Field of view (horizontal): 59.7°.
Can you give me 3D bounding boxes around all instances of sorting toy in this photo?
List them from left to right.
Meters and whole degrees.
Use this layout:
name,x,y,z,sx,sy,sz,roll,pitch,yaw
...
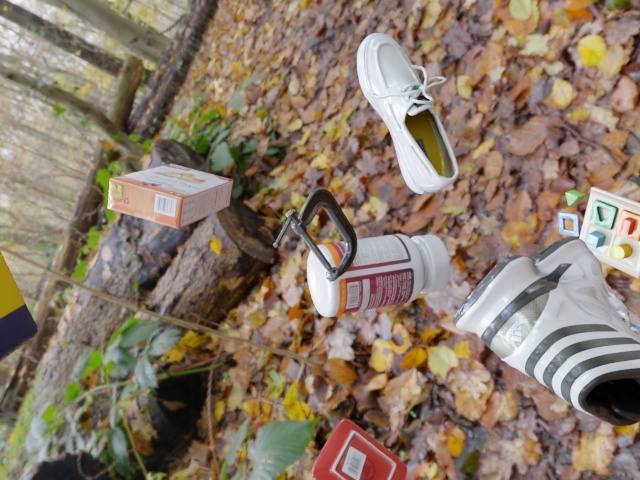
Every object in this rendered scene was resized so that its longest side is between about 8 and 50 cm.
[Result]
name,x,y,z,sx,sy,sz,roll,pitch,yaw
sorting toy,0.736,-0.018,1.405,0.348,0.047,0.196,37,137,51

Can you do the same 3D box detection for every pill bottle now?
name,x,y,z,sx,sy,sz,roll,pitch,yaw
pill bottle,0.098,0.053,0.946,0.121,0.221,0.121,172,90,-71

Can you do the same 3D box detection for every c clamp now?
name,x,y,z,sx,sy,sz,roll,pitch,yaw
c clamp,0.000,0.000,0.808,0.022,0.160,0.137,-3,51,38

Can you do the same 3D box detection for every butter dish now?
name,x,y,z,sx,sy,sz,roll,pitch,yaw
butter dish,0.055,0.443,1.028,0.118,0.160,0.160,-57,-7,36

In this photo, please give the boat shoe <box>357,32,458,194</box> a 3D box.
name,x,y,z,sx,sy,sz,roll,pitch,yaw
boat shoe,0.195,-0.279,1.164,0.367,0.136,0.156,70,160,0

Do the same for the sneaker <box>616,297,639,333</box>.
name,x,y,z,sx,sy,sz,roll,pitch,yaw
sneaker,0.705,0.195,1.321,0.086,0.237,0.085,-54,36,12

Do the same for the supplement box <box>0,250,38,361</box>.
name,x,y,z,sx,sy,sz,roll,pitch,yaw
supplement box,-0.359,-0.048,0.296,0.194,0.356,0.195,-9,18,24

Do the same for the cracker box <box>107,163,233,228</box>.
name,x,y,z,sx,sy,sz,roll,pitch,yaw
cracker box,-0.299,-0.098,1.145,0.232,0.156,0.067,-44,-33,-70

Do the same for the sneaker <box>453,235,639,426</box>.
name,x,y,z,sx,sy,sz,roll,pitch,yaw
sneaker,0.392,0.141,0.828,0.257,0.447,0.169,45,119,25
